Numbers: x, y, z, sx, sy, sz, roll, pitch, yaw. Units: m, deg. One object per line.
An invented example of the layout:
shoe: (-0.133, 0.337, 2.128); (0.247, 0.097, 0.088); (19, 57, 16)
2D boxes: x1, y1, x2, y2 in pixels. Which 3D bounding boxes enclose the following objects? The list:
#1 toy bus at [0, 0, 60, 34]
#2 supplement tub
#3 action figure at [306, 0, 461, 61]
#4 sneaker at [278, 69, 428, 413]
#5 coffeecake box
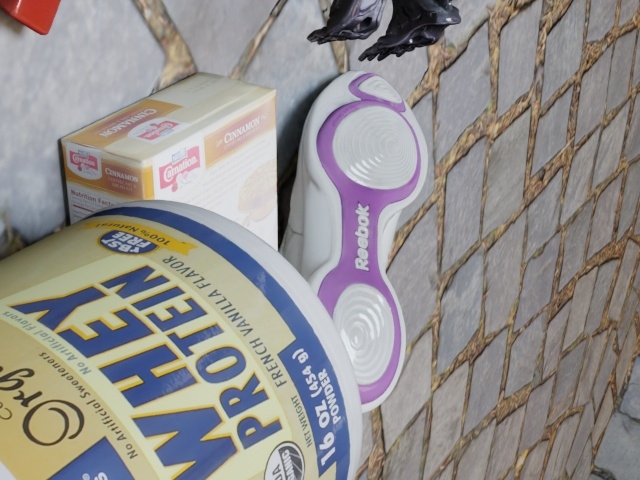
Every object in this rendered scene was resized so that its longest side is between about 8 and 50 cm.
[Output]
toy bus: (-0.111, -0.210, 0.569); (0.202, 0.104, 0.191); (-57, 148, -31)
supplement tub: (-0.145, 0.131, 0.553); (0.316, 0.228, 0.228); (-35, 134, -51)
action figure: (0.000, -0.258, 0.728); (0.164, 0.141, 0.276); (-6, 84, -53)
sneaker: (0.000, 0.000, 0.915); (0.114, 0.152, 0.305); (23, 60, -24)
coffeecake box: (-0.092, 0.000, 0.756); (0.142, 0.068, 0.186); (-37, 136, -49)
